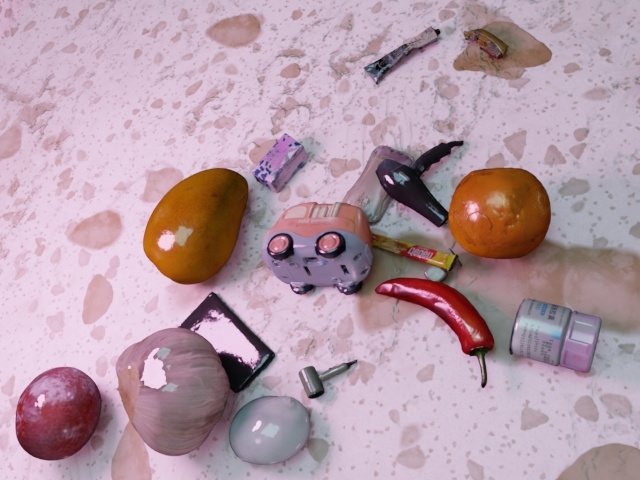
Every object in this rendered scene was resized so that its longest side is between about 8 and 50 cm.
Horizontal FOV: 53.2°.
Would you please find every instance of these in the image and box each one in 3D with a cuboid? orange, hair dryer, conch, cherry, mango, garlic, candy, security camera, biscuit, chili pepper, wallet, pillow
[{"bbox_3d":[0.419,-0.065,1.502,0.240,0.240,0.240,-8,62,16],"label":"orange"},{"bbox_3d":[0.025,0.328,1.573,0.150,0.047,0.071,-24,60,-5],"label":"hair dryer"},{"bbox_3d":[-0.133,0.446,1.536,0.221,0.121,0.185,-17,31,17],"label":"conch"},{"bbox_3d":[-0.681,0.448,1.666,0.213,0.285,0.236,-6,69,-23],"label":"cherry"},{"bbox_3d":[0.307,-0.184,1.691,0.272,0.091,0.235,-43,74,-13],"label":"hair dryer"},{"bbox_3d":[-0.343,-0.053,1.794,0.264,0.221,0.378,12,59,30],"label":"mango"},{"bbox_3d":[-0.354,0.353,1.571,0.317,0.259,0.317,-21,63,50],"label":"garlic"},{"bbox_3d":[-0.117,-0.225,1.874,0.092,0.073,0.160,35,80,29],"label":"candy"},{"bbox_3d":[0.303,0.068,1.593,0.092,0.058,0.058,-38,58,13],"label":"security camera"},{"bbox_3d":[0.220,0.023,1.629,0.292,0.026,0.048,17,68,40],"label":"biscuit"},{"bbox_3d":[0.295,0.180,1.525,0.368,0.092,0.137,42,103,38],"label":"chili pepper"},{"bbox_3d":[-0.257,0.269,1.707,0.146,0.030,0.285,-46,59,-8],"label":"wallet"},{"bbox_3d":[0.156,-0.159,1.759,0.131,0.038,0.232,29,79,24],"label":"pillow"}]

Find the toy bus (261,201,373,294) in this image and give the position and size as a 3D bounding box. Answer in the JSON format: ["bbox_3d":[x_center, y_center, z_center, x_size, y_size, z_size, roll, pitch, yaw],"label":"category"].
[{"bbox_3d":[0.000,0.000,1.655,0.288,0.194,0.232,-1,56,23],"label":"toy bus"}]

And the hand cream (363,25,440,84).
[{"bbox_3d":[0.253,-0.563,1.927,0.248,0.052,0.075,-34,35,9],"label":"hand cream"}]

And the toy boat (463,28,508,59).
[{"bbox_3d":[0.474,-0.571,1.841,0.049,0.047,0.149,-44,59,-4],"label":"toy boat"}]

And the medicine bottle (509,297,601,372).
[{"bbox_3d":[0.512,0.207,1.392,0.169,0.135,0.135,15,71,26],"label":"medicine bottle"}]
